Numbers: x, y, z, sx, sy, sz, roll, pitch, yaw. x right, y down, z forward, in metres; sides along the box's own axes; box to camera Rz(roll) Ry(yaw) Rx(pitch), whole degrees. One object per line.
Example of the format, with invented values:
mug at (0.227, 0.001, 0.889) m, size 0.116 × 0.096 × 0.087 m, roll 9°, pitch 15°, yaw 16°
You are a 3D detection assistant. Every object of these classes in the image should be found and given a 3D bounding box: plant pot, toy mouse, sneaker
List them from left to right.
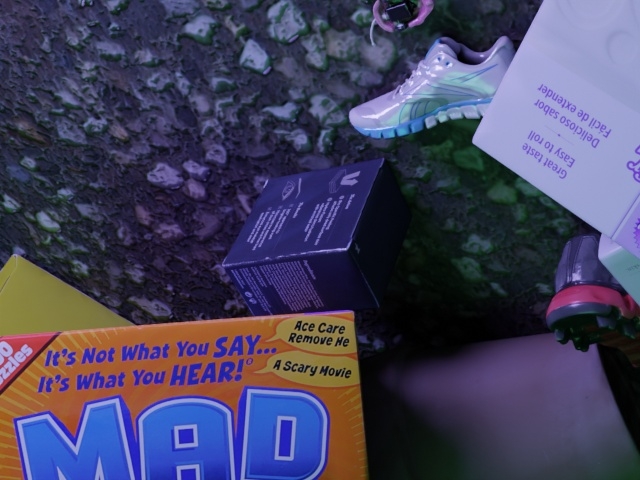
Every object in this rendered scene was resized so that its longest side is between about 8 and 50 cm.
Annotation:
toy mouse at (0.078, -0.252, 0.973) m, size 0.143 × 0.031 × 0.161 m, roll 7°, pitch 133°, yaw 17°
sneaker at (0.112, -0.158, 1.029) m, size 0.191 × 0.071 × 0.083 m, roll -13°, pitch 119°, yaw 22°
plant pot at (0.225, 0.238, 1.200) m, size 0.280 × 0.323 × 0.323 m, roll -25°, pitch 119°, yaw 20°
sneaker at (0.348, 0.070, 1.109) m, size 0.276 × 0.135 × 0.098 m, roll 24°, pitch 148°, yaw -33°

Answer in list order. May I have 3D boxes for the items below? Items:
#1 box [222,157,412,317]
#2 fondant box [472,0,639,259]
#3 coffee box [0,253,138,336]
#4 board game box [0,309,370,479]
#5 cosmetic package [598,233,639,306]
box at (0.000, 0.000, 1.151) m, size 0.158 × 0.156 × 0.093 m, roll -9°, pitch 127°, yaw 29°
fondant box at (0.300, -0.155, 0.813) m, size 0.238 × 0.096 × 0.330 m, roll 39°, pitch 125°, yaw 22°
coffee box at (-0.412, 0.297, 1.471) m, size 0.338 × 0.338 × 0.334 m, roll 32°, pitch 135°, yaw -8°
board game box at (-0.150, 0.272, 1.107) m, size 0.357 × 0.356 × 0.356 m, roll -3°, pitch 174°, yaw -9°
cosmetic package at (0.472, 0.059, 1.009) m, size 0.217 × 0.156 × 0.385 m, roll -26°, pitch 118°, yaw 39°
